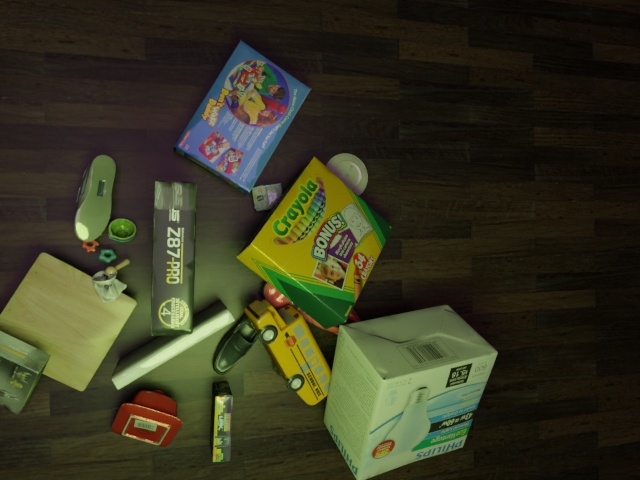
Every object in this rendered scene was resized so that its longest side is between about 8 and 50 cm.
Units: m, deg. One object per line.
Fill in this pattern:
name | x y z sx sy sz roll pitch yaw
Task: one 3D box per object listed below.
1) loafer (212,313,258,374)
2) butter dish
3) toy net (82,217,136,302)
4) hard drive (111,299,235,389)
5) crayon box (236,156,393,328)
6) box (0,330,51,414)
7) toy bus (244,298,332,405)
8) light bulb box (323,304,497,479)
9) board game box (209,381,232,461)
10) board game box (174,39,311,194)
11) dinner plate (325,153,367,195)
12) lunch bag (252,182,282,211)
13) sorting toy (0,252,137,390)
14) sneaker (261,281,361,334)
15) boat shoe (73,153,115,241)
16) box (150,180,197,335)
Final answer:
loafer | -0.222 0.274 1.427 0.076 0.078 0.223 38 80 -13
butter dish | -0.443 0.448 1.349 0.160 0.118 0.160 23 127 -14
toy net | -0.540 0.043 1.295 0.122 0.045 0.232 10 52 -23
hard drive | -0.373 0.258 1.317 0.307 0.203 0.040 -31 98 -14
crayon box | 0.000 0.000 1.403 0.313 0.106 0.363 41 52 -13
box | -0.759 0.304 1.207 0.183 0.231 0.056 32 37 -14
toy bus | -0.080 0.297 1.403 0.130 0.108 0.333 -33 117 -16
light bulb box | 0.227 0.402 1.389 0.358 0.225 0.361 -7 121 -24
board game box | -0.267 0.482 1.381 0.048 0.141 0.170 2 90 -16
board game box | -0.214 -0.337 1.430 0.233 0.078 0.347 32 81 -14
dinner plate | 0.079 -0.193 1.549 0.141 0.017 0.141 0 89 -18
lunch bag | -0.149 -0.122 1.463 0.083 0.053 0.071 -8 89 -12
sorting toy | -0.642 0.200 1.298 0.257 0.089 0.255 32 81 -14
sneaker | -0.012 0.182 1.459 0.313 0.136 0.116 25 83 -15
boat shoe | -0.583 -0.107 1.323 0.079 0.081 0.228 16 79 -36
box | -0.347 0.037 1.227 0.097 0.395 0.318 0 89 -14
